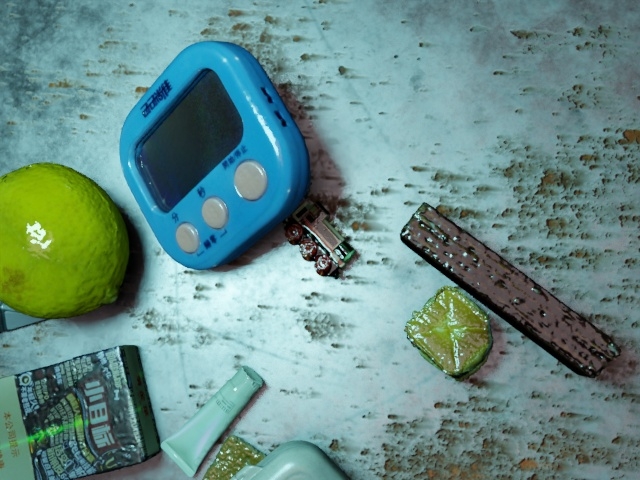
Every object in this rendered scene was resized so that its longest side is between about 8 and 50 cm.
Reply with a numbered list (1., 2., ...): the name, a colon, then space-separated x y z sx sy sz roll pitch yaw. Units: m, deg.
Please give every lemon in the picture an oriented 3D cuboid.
1. lemon: -0.446 0.001 1.213 0.267 0.267 0.267 -1 83 7

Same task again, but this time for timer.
1. timer: -0.176 -0.134 1.200 0.340 0.115 0.309 -37 79 36

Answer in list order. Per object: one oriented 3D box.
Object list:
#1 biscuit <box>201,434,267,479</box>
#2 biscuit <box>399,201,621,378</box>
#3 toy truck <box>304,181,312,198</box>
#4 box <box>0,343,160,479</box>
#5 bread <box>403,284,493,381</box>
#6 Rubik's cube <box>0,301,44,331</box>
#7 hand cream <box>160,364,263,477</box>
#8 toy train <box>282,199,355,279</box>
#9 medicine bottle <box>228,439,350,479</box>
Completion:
1. biscuit: -0.159 0.454 1.232 0.131 0.025 0.231 33 89 8
2. biscuit: 0.297 0.082 1.182 0.388 0.107 0.073 37 89 9
3. toy truck: -0.072 -0.139 1.273 0.154 0.080 0.078 43 68 10
4. box: -0.449 0.311 1.256 0.310 0.084 0.198 -16 81 5
5. bread: 0.217 0.150 1.203 0.140 0.069 0.128 40 88 13
6. Rubik's cube: -0.655 0.083 1.280 0.233 0.228 0.228 -39 122 -34
7. hand cream: -0.181 0.301 1.244 0.078 0.050 0.205 42 93 10
8. toy train: 0.000 0.000 1.258 0.087 0.050 0.138 -42 81 -3
9. medicine bottle: -0.089 0.510 1.152 0.375 0.123 0.282 -41 92 -3
